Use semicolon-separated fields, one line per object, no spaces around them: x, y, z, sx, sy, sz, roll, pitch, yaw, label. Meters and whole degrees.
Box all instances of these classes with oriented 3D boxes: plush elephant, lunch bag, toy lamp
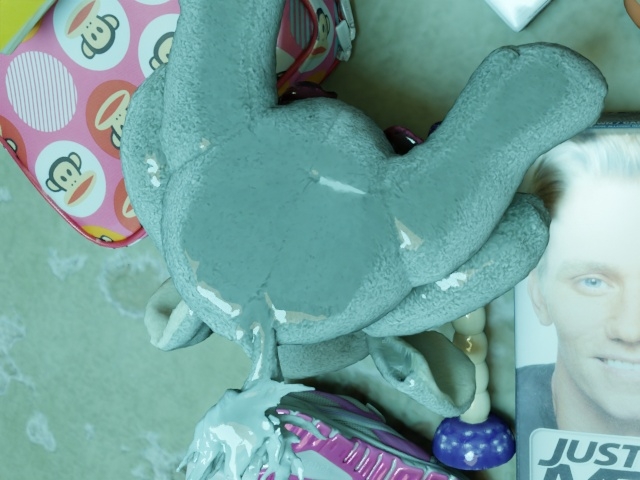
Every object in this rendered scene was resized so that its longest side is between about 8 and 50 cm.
0.000;0.000;0.595;0.272;0.255;0.330;18;85;3;plush elephant
-0.126;-0.138;0.709;0.293;0.120;0.258;-41;89;23;lunch bag
0.118;0.042;0.699;0.080;0.080;0.274;1;107;19;toy lamp

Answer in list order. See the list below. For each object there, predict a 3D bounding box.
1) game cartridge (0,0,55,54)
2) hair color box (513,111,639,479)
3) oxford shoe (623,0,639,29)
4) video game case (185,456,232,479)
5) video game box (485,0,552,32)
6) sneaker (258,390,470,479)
-0.175;-0.337;0.628;0.324;0.053;0.285;-42;52;24;game cartridge
0.234;0.081;0.652;0.174;0.105;0.347;1;104;18;hair color box
0.280;-0.123;0.514;0.097;0.098;0.271;-35;56;-7;oxford shoe
-0.046;0.340;0.862;0.206;0.026;0.227;14;108;15;video game case
0.141;-0.287;0.616;0.205;0.048;0.187;48;115;2;video game box
0.041;0.194;0.755;0.252;0.111;0.103;34;101;-15;sneaker
